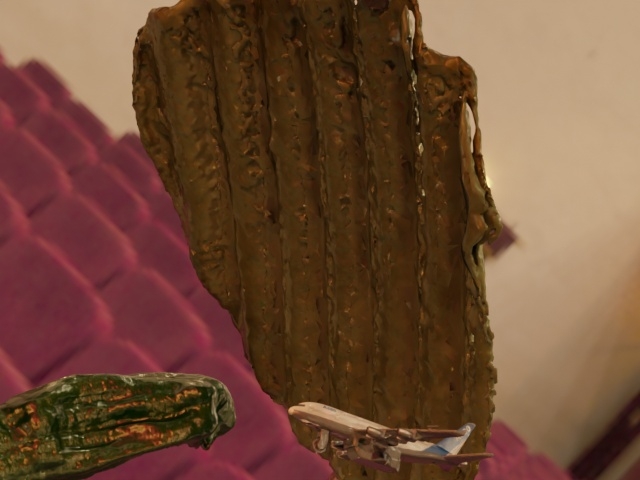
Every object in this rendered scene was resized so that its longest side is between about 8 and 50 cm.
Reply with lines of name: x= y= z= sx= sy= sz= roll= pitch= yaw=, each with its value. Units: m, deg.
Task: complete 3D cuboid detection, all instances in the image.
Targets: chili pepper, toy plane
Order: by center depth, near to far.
toy plane: x=0.025 y=0.079 z=0.621 sx=0.084 sy=0.024 sz=0.078 roll=10 pitch=-21 yaw=-25
chili pepper: x=-0.187 y=0.156 z=1.263 sx=0.074 sy=0.257 sz=0.100 roll=122 pitch=-50 yaw=-63

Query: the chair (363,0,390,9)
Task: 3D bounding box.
chair: x=0.002 y=-0.253 z=0.670 sx=0.154 sy=0.260 sz=0.141 roll=17 pitch=-33 yaw=0

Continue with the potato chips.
potato chips: x=0.000 y=0.000 z=1.153 sx=0.358 sy=0.070 sz=0.429 roll=18 pitch=-58 yaw=46

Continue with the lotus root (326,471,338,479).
lotus root: x=0.059 y=0.319 z=1.562 sx=0.199 sy=0.180 sz=0.188 roll=48 pitch=-34 yaw=6
